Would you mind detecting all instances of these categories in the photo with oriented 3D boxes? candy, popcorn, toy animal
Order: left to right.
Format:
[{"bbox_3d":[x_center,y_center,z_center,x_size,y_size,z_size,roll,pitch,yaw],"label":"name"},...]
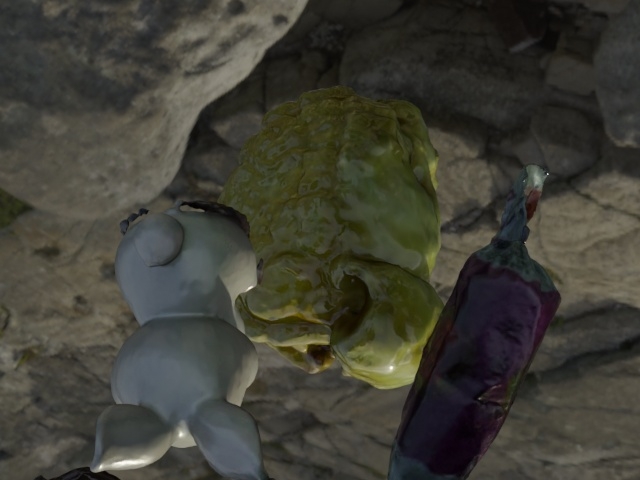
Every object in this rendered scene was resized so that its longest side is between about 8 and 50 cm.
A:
[{"bbox_3d":[-0.058,0.047,0.366,0.071,0.124,0.085,1,159,-8],"label":"toy animal"},{"bbox_3d":[0.000,0.000,0.756,0.225,0.286,0.174,-19,149,33],"label":"popcorn"},{"bbox_3d":[0.063,0.052,0.341,0.043,0.175,0.045,23,-174,4],"label":"candy"}]

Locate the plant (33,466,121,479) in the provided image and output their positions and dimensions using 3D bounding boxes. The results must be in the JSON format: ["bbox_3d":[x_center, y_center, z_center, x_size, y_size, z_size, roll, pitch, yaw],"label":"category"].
[{"bbox_3d":[-0.107,0.276,0.502,0.178,0.204,0.234,-4,139,-34],"label":"plant"}]
